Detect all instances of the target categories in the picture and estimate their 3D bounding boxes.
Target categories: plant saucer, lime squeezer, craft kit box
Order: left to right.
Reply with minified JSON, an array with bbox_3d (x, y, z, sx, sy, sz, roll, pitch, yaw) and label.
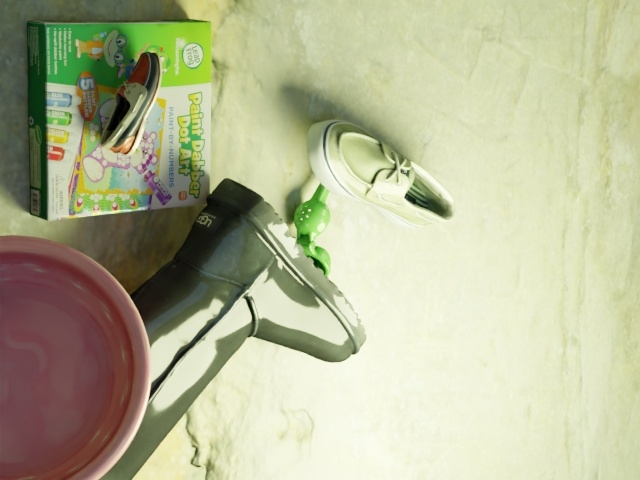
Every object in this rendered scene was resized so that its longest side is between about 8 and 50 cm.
[{"bbox_3d":[-0.370,0.162,1.612,0.332,0.084,0.332,2,74,-6],"label":"plant saucer"},{"bbox_3d":[-0.256,-0.160,1.740,0.246,0.061,0.250,-9,106,-40],"label":"craft kit box"},{"bbox_3d":[0.000,0.000,1.992,0.110,0.058,0.310,-26,118,-66],"label":"lime squeezer"}]

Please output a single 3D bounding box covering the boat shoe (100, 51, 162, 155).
[{"bbox_3d":[-0.238,-0.175,1.688,0.043,0.049,0.137,17,94,-38],"label":"boat shoe"}]

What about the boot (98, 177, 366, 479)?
[{"bbox_3d":[-0.169,0.192,1.827,0.445,0.146,0.367,-52,129,-17],"label":"boot"}]

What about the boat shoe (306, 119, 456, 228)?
[{"bbox_3d":[0.095,-0.101,1.979,0.302,0.094,0.109,27,66,-49],"label":"boat shoe"}]
